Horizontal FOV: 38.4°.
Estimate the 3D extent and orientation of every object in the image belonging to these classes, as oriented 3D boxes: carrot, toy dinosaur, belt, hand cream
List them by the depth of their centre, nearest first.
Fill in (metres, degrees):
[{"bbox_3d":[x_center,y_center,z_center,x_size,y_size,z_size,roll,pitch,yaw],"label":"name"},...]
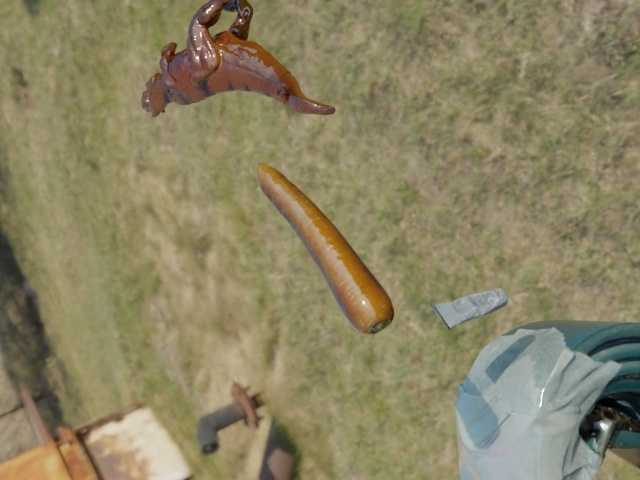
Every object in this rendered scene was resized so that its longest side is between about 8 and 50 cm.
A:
[{"bbox_3d":[0.000,0.000,0.744,0.190,0.037,0.037,55,154,31],"label":"carrot"},{"bbox_3d":[0.144,0.064,0.872,0.030,0.093,0.019,53,140,30],"label":"hand cream"},{"bbox_3d":[0.346,0.262,1.011,0.437,0.300,0.173,32,165,-18],"label":"belt"},{"bbox_3d":[-0.131,-0.264,1.248,0.432,0.097,0.208,3,83,51],"label":"toy dinosaur"}]
